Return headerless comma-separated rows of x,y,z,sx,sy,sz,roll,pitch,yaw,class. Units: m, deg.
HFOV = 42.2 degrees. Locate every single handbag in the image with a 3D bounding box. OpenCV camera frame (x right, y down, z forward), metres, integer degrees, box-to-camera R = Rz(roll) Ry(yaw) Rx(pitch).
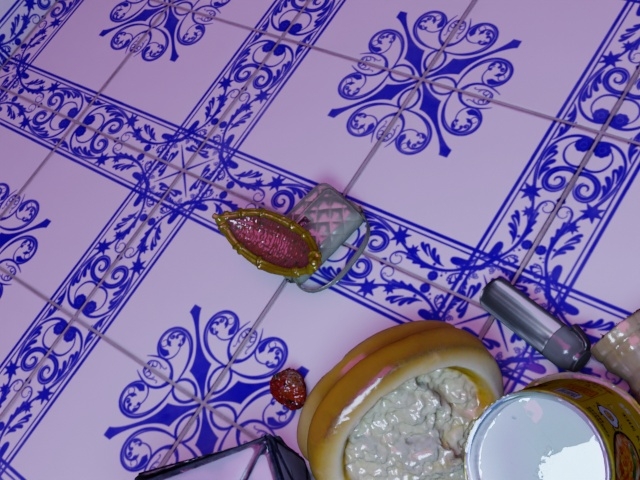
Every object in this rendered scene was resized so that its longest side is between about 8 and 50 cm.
0.000,0.000,2.005,0.256,0.079,0.219,-46,58,-5,handbag

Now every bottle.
0.441,0.166,1.703,0.253,0.079,0.096,42,120,36,bottle

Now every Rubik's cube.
-0.155,0.569,1.562,0.306,0.305,0.310,-20,65,4,Rubik's cube

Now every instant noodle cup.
0.405,0.386,1.432,0.325,0.254,0.326,-7,76,32,instant noodle cup

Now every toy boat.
-0.115,0.004,1.948,0.317,0.099,0.141,25,82,30,toy boat

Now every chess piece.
0.651,0.278,1.541,0.137,0.137,0.301,-37,64,-1,chess piece

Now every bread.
0.161,0.347,1.661,0.424,0.329,0.245,-40,13,-2,bread

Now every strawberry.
-0.067,0.328,1.835,0.083,0.083,0.097,-25,67,8,strawberry
